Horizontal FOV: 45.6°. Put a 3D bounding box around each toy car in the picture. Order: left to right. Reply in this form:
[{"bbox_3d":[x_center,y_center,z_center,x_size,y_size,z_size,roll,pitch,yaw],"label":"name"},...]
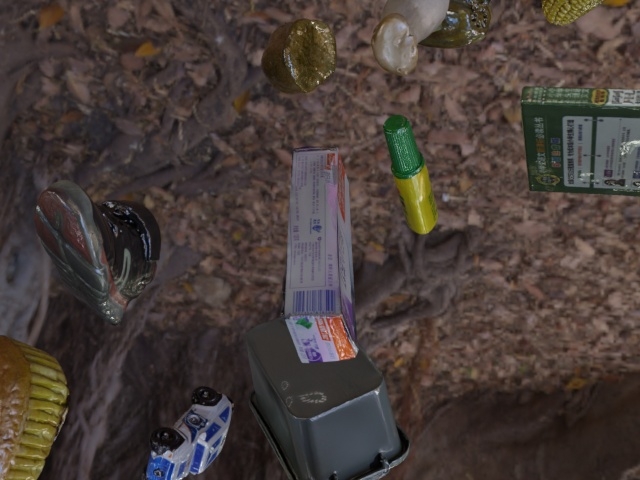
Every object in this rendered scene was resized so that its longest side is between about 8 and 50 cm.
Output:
[{"bbox_3d":[-0.171,0.266,1.032,0.070,0.171,0.080,25,119,13],"label":"toy car"}]

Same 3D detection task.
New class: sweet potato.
[{"bbox_3d":[-0.057,-0.384,1.635,0.158,0.157,0.370,16,-177,-14],"label":"sweet potato"}]

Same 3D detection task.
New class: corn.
[{"bbox_3d":[0.497,-0.479,1.283,0.102,0.101,0.310,22,144,-25],"label":"corn"}]

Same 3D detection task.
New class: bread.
[{"bbox_3d":[-0.494,0.261,1.094,0.228,0.253,0.142,10,158,17],"label":"bread"}]

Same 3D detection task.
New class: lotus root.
[{"bbox_3d":[0.264,-0.482,1.648,0.241,0.124,0.123,23,146,49],"label":"lotus root"}]

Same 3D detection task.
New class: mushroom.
[{"bbox_3d":[0.137,-0.339,1.142,0.088,0.212,0.097,28,142,3],"label":"mushroom"}]

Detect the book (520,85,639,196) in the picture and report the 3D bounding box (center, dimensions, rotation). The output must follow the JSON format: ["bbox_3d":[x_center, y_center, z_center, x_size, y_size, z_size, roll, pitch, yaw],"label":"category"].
[{"bbox_3d":[0.352,-0.097,0.805,0.264,0.027,0.202,5,160,20],"label":"book"}]

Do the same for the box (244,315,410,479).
[{"bbox_3d":[-0.003,0.198,0.998,0.163,0.243,0.135,-21,123,-14],"label":"box"}]

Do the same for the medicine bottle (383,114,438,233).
[{"bbox_3d":[0.192,-0.140,1.612,0.076,0.111,0.309,-14,138,8],"label":"medicine bottle"}]

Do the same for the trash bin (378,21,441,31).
[{"bbox_3d":[0.152,-0.374,1.316,0.092,0.061,0.042,4,116,47],"label":"trash bin"}]

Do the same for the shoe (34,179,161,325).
[{"bbox_3d":[-0.266,0.007,0.974,0.114,0.137,0.291,37,157,12],"label":"shoe"}]

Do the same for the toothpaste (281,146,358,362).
[{"bbox_3d":[0.000,0.000,0.549,0.040,0.196,0.047,-11,128,9],"label":"toothpaste"}]
